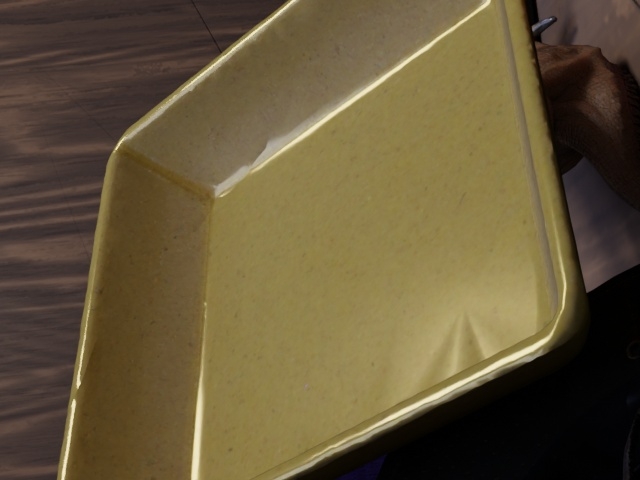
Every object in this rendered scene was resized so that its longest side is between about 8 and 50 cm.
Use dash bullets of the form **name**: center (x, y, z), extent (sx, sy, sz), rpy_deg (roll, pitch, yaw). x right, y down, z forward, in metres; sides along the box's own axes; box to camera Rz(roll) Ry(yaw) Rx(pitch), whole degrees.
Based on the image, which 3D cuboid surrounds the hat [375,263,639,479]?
- **hat**: center (0.161, 0.133, 0.460), extent (0.134, 0.331, 0.331), rpy_deg (44, -170, -22)

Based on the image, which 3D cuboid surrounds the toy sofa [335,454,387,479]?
- **toy sofa**: center (0.056, 0.178, 0.675), extent (0.150, 0.363, 0.177), rpy_deg (-112, 12, -69)

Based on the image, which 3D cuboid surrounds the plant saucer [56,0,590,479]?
- **plant saucer**: center (0.000, 0.000, 0.623), extent (0.081, 0.333, 0.332), rpy_deg (34, -141, -34)

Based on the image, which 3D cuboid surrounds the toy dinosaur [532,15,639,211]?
- **toy dinosaur**: center (0.130, -0.093, 0.784), extent (0.296, 0.200, 0.127), rpy_deg (16, 135, 44)

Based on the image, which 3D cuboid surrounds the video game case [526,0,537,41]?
- **video game case**: center (0.149, -0.070, 1.033), extent (0.275, 0.035, 0.248), rpy_deg (147, 117, -83)
